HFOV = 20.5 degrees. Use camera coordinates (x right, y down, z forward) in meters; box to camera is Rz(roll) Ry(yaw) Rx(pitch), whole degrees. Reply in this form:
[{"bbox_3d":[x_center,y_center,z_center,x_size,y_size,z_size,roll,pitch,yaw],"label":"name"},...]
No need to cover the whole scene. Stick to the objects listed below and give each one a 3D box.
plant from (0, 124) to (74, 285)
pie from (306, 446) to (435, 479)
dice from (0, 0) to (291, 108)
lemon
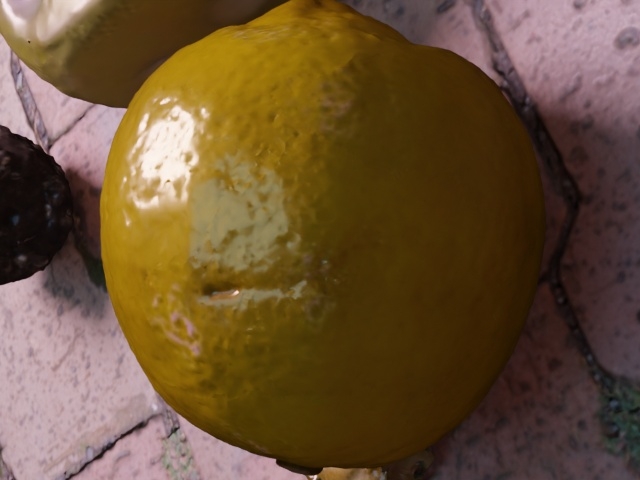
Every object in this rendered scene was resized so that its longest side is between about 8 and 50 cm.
[{"bbox_3d":[-0.342,-0.050,1.754,0.146,0.149,0.274,-45,27,-13],"label":"plant"},{"bbox_3d":[-0.011,0.102,1.471,0.128,0.068,0.282,-55,51,29],"label":"pie"},{"bbox_3d":[-0.142,-0.264,1.488,0.233,0.227,0.238,-40,62,36],"label":"dice"},{"bbox_3d":[0.000,0.000,1.281,0.348,0.348,0.348,0,91,45],"label":"lemon"}]
